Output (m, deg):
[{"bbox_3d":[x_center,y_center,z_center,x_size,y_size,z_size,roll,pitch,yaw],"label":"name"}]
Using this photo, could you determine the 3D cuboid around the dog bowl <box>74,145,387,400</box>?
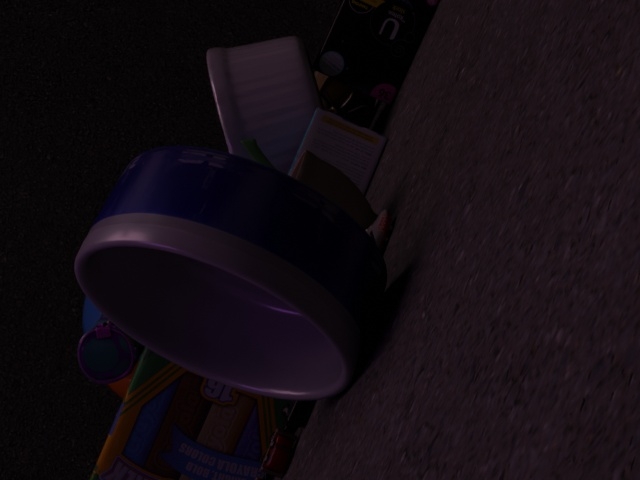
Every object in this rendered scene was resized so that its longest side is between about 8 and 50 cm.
[{"bbox_3d":[-0.078,0.034,1.268,0.104,0.265,0.265,-66,4,-27],"label":"dog bowl"}]

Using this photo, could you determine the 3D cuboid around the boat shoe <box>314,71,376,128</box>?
[{"bbox_3d":[0.021,-0.171,2.188,0.285,0.104,0.089,104,179,-48],"label":"boat shoe"}]

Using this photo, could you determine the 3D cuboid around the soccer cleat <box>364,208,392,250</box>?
[{"bbox_3d":[0.047,0.001,1.416,0.029,0.035,0.083,123,169,-62],"label":"soccer cleat"}]

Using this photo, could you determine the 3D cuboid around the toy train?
[{"bbox_3d":[-0.042,0.217,1.429,0.158,0.027,0.036,-66,16,-7],"label":"toy train"}]

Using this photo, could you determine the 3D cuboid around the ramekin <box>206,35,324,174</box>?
[{"bbox_3d":[-0.056,-0.152,1.986,0.277,0.135,0.277,-16,-90,-87],"label":"ramekin"}]

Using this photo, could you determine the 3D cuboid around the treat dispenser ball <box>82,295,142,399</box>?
[{"bbox_3d":[-0.210,0.119,2.121,0.288,0.288,0.288,-156,90,-85],"label":"treat dispenser ball"}]

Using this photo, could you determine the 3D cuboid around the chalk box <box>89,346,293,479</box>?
[{"bbox_3d":[-0.146,0.228,1.577,0.180,0.179,0.289,-84,19,-75],"label":"chalk box"}]

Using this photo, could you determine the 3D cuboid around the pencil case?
[{"bbox_3d":[-0.222,0.104,1.570,0.152,0.064,0.070,-82,0,-76],"label":"pencil case"}]

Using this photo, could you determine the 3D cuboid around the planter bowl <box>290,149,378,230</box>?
[{"bbox_3d":[0.000,0.000,1.493,0.162,0.109,0.162,-156,90,-84],"label":"planter bowl"}]

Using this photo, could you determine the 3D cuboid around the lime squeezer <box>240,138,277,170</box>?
[{"bbox_3d":[-0.022,0.027,1.719,0.059,0.110,0.310,-163,66,-69],"label":"lime squeezer"}]

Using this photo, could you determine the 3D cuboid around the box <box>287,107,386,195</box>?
[{"bbox_3d":[-0.008,-0.036,1.808,0.060,0.100,0.244,131,162,-78],"label":"box"}]

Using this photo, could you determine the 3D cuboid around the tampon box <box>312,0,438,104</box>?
[{"bbox_3d":[0.074,-0.287,1.969,0.101,0.120,0.161,-92,26,-79],"label":"tampon box"}]
